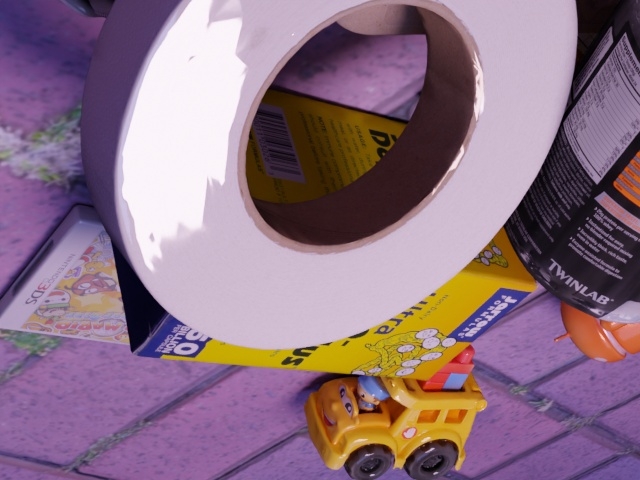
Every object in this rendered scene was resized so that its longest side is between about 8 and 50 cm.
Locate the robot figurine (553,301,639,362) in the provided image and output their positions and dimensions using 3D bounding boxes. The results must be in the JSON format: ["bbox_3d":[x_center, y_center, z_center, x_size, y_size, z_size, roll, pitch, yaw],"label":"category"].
[{"bbox_3d":[0.409,0.078,1.497,0.219,0.158,0.128,-31,123,20],"label":"robot figurine"}]

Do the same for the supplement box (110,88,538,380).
[{"bbox_3d":[0.000,0.000,1.125,0.356,0.195,0.194,9,140,-35],"label":"supplement box"}]

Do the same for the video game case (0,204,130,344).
[{"bbox_3d":[-0.212,0.049,1.259,0.227,0.026,0.206,12,138,-38],"label":"video game case"}]

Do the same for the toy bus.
[{"bbox_3d":[0.113,0.209,1.560,0.220,0.149,0.211,3,129,-25],"label":"toy bus"}]

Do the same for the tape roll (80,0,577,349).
[{"bbox_3d":[0.016,-0.095,0.840,0.392,0.072,0.392,-19,131,-23],"label":"tape roll"}]

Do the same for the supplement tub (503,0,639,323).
[{"bbox_3d":[0.300,-0.096,0.929,0.207,0.207,0.338,-2,148,-22],"label":"supplement tub"}]

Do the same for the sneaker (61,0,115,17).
[{"bbox_3d":[-0.126,-0.194,0.826,0.122,0.146,0.330,-35,145,23],"label":"sneaker"}]

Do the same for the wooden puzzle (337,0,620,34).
[{"bbox_3d":[0.197,-0.295,0.877,0.348,0.080,0.322,0,142,-14],"label":"wooden puzzle"}]

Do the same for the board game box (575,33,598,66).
[{"bbox_3d":[0.237,-0.158,1.088,0.259,0.030,0.136,-37,111,28],"label":"board game box"}]
